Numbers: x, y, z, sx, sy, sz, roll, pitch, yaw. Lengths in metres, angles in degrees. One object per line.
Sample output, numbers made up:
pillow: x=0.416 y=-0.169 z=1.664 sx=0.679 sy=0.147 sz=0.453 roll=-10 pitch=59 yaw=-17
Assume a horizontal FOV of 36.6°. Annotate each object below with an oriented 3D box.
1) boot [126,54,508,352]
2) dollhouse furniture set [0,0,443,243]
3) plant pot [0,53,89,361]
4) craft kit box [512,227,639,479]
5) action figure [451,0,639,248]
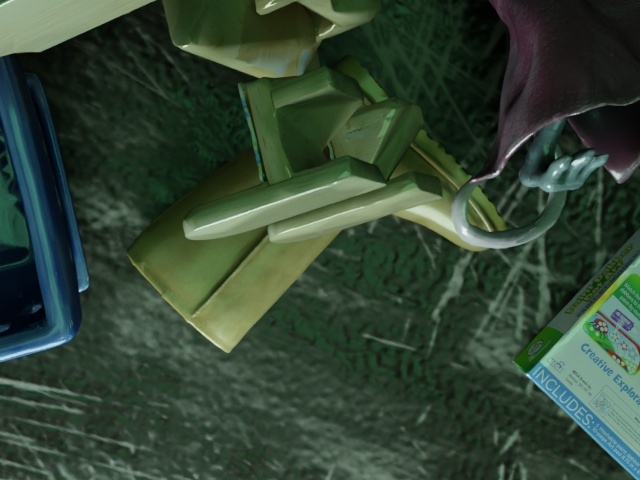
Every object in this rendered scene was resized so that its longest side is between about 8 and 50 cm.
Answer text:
boot: x=0.000 y=0.000 z=0.883 sx=0.269 sy=0.089 sz=0.236 roll=-44 pitch=85 yaw=0
dollhouse furniture set: x=-0.127 y=-0.178 z=0.689 sx=0.256 sy=0.394 sz=0.362 roll=-17 pitch=82 yaw=23
plant pot: x=-0.320 y=-0.021 z=0.787 sx=0.235 sy=0.212 sz=0.236 roll=-13 pitch=98 yaw=-3
craft kit box: x=0.361 y=0.116 z=0.939 sx=0.250 sy=0.061 sz=0.246 roll=44 pitch=94 yaw=-8
action figure: x=0.197 y=-0.220 z=0.829 sx=0.248 sy=0.276 sz=0.370 roll=-8 pitch=61 yaw=-33
